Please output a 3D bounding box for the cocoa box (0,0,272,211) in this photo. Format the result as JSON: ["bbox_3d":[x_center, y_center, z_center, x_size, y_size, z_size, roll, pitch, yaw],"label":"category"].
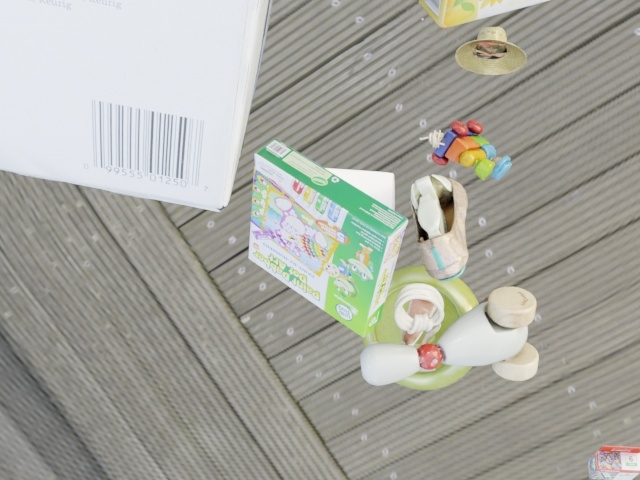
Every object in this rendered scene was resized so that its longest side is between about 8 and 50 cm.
[{"bbox_3d":[-0.205,-0.204,0.563,0.347,0.228,0.231,10,133,-4],"label":"cocoa box"}]

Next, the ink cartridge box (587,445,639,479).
[{"bbox_3d":[0.438,0.330,1.178,0.062,0.115,0.029,1,64,8],"label":"ink cartridge box"}]

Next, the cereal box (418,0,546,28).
[{"bbox_3d":[0.205,-0.282,0.659,0.240,0.047,0.173,-19,145,-17],"label":"cereal box"}]

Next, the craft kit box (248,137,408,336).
[{"bbox_3d":[0.000,0.000,1.241,0.250,0.061,0.247,33,145,20],"label":"craft kit box"}]

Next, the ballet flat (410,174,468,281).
[{"bbox_3d":[0.213,-0.057,1.460,0.107,0.316,0.106,-27,119,17],"label":"ballet flat"}]

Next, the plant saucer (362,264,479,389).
[{"bbox_3d":[0.188,0.168,1.516,0.241,0.037,0.241,0,90,19],"label":"plant saucer"}]

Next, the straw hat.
[{"bbox_3d":[0.327,-0.376,1.521,0.144,0.144,0.061,5,76,6],"label":"straw hat"}]

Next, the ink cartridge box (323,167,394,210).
[{"bbox_3d":[0.027,-0.087,1.650,0.172,0.237,0.100,2,88,-22],"label":"ink cartridge box"}]

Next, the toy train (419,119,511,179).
[{"bbox_3d":[0.326,-0.188,1.782,0.143,0.248,0.105,41,119,21],"label":"toy train"}]

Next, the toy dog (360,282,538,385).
[{"bbox_3d":[0.230,0.160,1.419,0.333,0.161,0.220,9,112,-18],"label":"toy dog"}]
